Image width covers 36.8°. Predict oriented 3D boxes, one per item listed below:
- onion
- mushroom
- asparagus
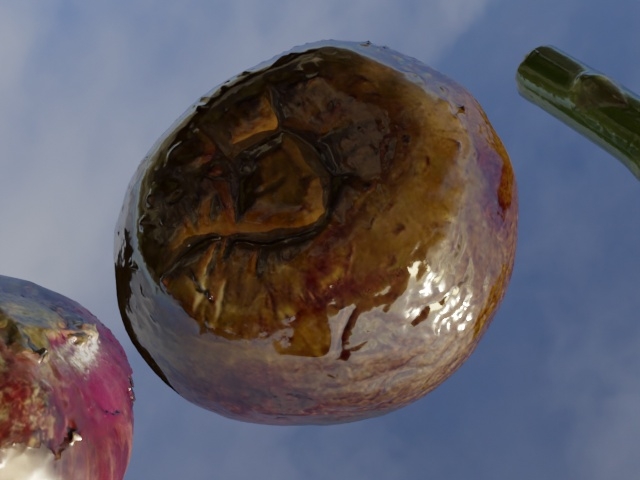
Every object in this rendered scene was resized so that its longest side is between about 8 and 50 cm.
[{"bbox_3d":[-0.385,0.221,0.995,0.348,0.348,0.385,47,-66,41],"label":"onion"},{"bbox_3d":[-0.005,-0.006,0.511,0.231,0.138,0.194,-45,-124,-1],"label":"mushroom"},{"bbox_3d":[0.181,-0.070,0.575,0.041,0.045,0.178,-14,-144,-21],"label":"asparagus"}]
